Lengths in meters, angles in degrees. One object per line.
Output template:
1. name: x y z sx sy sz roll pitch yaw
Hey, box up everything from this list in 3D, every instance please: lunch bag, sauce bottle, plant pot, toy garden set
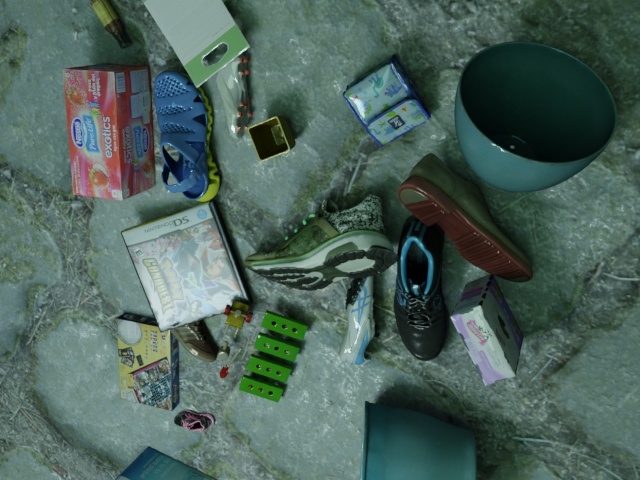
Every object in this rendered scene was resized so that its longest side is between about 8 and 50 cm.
1. lunch bag: 0.140 -0.286 1.549 0.129 0.096 0.151 -28 109 23
2. sauce bottle: -0.490 -0.511 1.735 0.042 0.042 0.128 -27 94 25
3. plant pot: 0.380 -0.203 1.407 0.290 0.290 0.195 28 149 10
4. plant pot: -0.100 -0.232 1.655 0.081 0.083 0.081 -17 99 24
5. plant pot: 0.218 0.513 1.688 0.255 0.272 0.272 4 108 3
6. toy garden set: -0.161 0.266 1.839 0.203 0.049 0.244 19 116 -4

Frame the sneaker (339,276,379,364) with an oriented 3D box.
1. sneaker: 0.099 0.177 1.720 0.086 0.085 0.237 6 107 -9

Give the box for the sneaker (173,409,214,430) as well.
1. sneaker: -0.348 0.490 1.989 0.119 0.057 0.047 -4 107 23

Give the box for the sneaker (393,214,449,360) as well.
1. sneaker: 0.209 0.118 1.620 0.125 0.139 0.341 -1 108 18

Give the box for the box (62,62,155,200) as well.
1. box: -0.495 -0.261 1.756 0.142 0.154 0.300 8 110 18

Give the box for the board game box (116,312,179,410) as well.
1. board game box: -0.462 0.326 1.987 0.165 0.042 0.243 9 109 18

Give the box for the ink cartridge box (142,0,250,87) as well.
1. ink cartridge box: -0.269 -0.488 1.653 0.171 0.056 0.235 -31 95 26

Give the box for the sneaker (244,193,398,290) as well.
1. sneaker: 0.000 0.000 1.685 0.410 0.158 0.182 -12 59 36

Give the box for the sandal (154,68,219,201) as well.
1. sandal: -0.320 -0.235 1.708 0.126 0.138 0.317 -8 102 24

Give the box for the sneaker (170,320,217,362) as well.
1. sneaker: -0.328 0.231 1.895 0.188 0.066 0.071 42 113 3

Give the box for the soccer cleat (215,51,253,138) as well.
1. soccer cleat: -0.199 -0.329 1.676 0.076 0.068 0.196 5 101 24

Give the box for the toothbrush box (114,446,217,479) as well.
1. toothbrush box: -0.407 0.717 1.994 0.295 0.216 0.126 23 113 13

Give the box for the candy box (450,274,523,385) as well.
1. candy box: 0.354 0.183 1.555 0.070 0.196 0.165 -24 96 25

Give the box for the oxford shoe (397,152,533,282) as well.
1. oxford shoe: 0.325 -0.047 1.538 0.348 0.130 0.123 40 153 -15

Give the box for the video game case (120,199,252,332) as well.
1. video game case: -0.329 0.065 1.827 0.248 0.035 0.275 -18 100 9
